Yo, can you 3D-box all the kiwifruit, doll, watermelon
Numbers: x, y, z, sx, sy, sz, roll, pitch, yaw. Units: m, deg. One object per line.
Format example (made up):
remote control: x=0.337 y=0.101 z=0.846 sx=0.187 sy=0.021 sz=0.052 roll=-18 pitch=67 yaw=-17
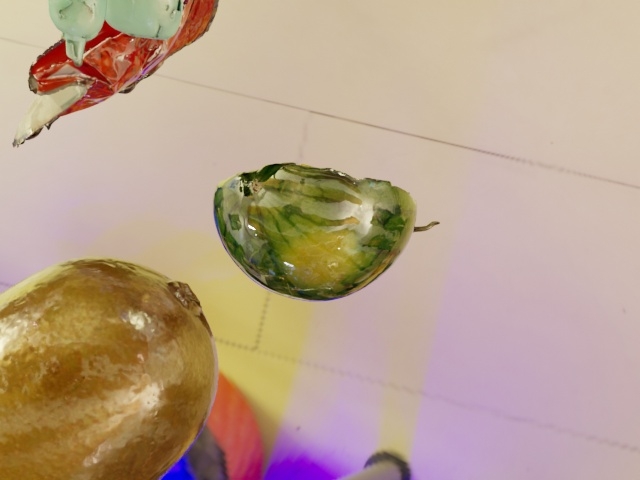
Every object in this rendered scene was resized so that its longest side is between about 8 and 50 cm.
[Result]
kiwifruit: x=-0.185 y=0.113 z=1.059 sx=0.234 sy=0.196 sz=0.196 roll=-38 pitch=87 yaw=2
doll: x=-0.129 y=-0.185 z=0.875 sx=0.059 sy=0.159 sz=0.158 roll=10 pitch=139 yaw=18
watermelon: x=-0.005 y=-0.002 z=1.425 sx=0.204 sy=0.232 sz=0.127 roll=-1 pitch=77 yaw=18

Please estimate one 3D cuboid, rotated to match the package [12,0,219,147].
package: x=-0.177 y=-0.183 z=1.320 sx=0.269 sy=0.194 sz=0.071 roll=-34 pitch=87 yaw=-31
